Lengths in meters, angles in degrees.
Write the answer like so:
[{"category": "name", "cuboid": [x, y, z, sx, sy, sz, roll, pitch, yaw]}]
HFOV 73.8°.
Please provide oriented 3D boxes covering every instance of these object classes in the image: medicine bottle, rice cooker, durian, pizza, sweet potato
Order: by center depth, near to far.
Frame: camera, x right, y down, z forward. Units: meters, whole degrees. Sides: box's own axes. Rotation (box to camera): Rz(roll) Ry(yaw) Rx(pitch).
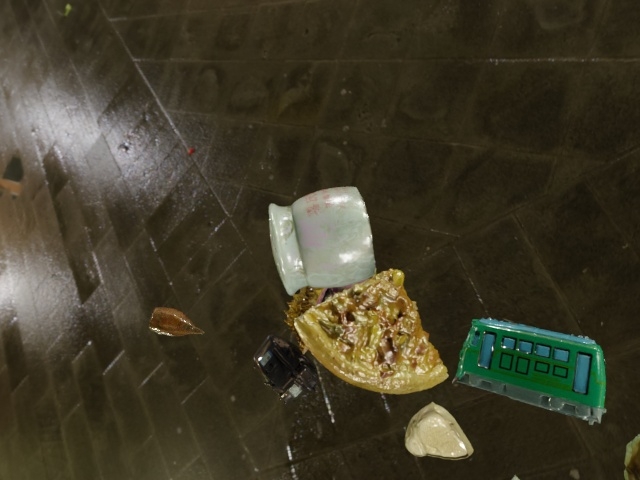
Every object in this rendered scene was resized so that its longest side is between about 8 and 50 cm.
[{"category": "medicine bottle", "cuboid": [0.000, 0.000, 0.639, 0.143, 0.147, 0.147, -12, 68, 0]}, {"category": "sweet potato", "cuboid": [-0.256, 0.151, 0.761, 0.117, 0.049, 0.049, 10, 82, 21]}, {"category": "pizza", "cuboid": [0.109, 0.216, 0.848, 0.268, 0.257, 0.087, 64, 159, 0]}, {"category": "durian", "cuboid": [0.036, 0.127, 1.056, 0.154, 0.260, 0.187, 45, 123, 28]}, {"category": "rice cooker", "cuboid": [-0.089, 0.323, 1.084, 0.118, 0.142, 0.203, -45, 32, -12]}]

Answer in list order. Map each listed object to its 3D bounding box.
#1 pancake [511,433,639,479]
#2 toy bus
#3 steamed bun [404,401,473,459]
[{"category": "pancake", "cuboid": [0.216, 0.161, 0.124, 0.305, 0.066, 0.427, -116, 27, -47]}, {"category": "toy bus", "cuboid": [0.530, 0.318, 1.087, 0.343, 0.183, 0.200, 8, 79, 30]}, {"category": "steamed bun", "cuboid": [0.394, 0.672, 1.510, 0.212, 0.110, 0.231, -30, 99, 27]}]
